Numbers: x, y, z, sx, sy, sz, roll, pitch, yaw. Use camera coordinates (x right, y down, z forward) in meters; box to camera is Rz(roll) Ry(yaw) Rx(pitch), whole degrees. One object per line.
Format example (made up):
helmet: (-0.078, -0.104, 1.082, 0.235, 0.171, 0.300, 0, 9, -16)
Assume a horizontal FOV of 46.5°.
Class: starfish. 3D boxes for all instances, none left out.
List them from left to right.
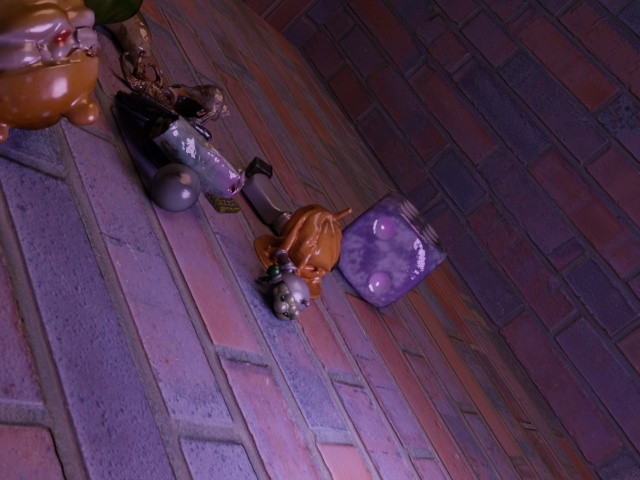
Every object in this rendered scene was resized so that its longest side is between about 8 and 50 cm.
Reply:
starfish: (-0.451, -0.420, 1.909, 0.146, 0.074, 0.189, 8, 42, -48)

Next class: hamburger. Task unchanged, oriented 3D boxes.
hamburger: (-0.487, -0.288, 1.221, 0.276, 0.277, 0.236, -69, 147, -72)

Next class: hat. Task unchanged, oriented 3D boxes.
hat: (0.000, 0.000, 1.878, 0.244, 0.233, 0.233, 42, 19, -20)

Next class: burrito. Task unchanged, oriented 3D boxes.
burrito: (-0.268, -0.177, 1.619, 0.229, 0.089, 0.144, 43, -12, -25)

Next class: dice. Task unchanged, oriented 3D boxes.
dice: (0.208, 0.027, 2.293, 0.270, 0.271, 0.270, 50, 16, 2)

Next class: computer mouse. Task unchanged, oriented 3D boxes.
computer mouse: (-0.349, -0.190, 1.694, 0.192, 0.062, 0.106, 56, 16, 3)

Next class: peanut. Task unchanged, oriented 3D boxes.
peanut: (-0.540, -0.597, 2.040, 0.236, 0.110, 0.120, 59, -4, 9)

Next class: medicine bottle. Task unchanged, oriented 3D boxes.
medicine bottle: (-0.133, -0.094, 2.035, 0.183, 0.069, 0.119, 52, 15, 13)

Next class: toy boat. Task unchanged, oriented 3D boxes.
toy boat: (-0.241, -0.096, 1.846, 0.063, 0.016, 0.115, 53, 16, 9)

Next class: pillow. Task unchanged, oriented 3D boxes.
pillow: (-0.366, -0.286, 1.725, 0.189, 0.034, 0.256, 34, -8, -30)

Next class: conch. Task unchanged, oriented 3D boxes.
conch: (-0.342, -0.364, 1.987, 0.207, 0.130, 0.155, 19, 20, -14)

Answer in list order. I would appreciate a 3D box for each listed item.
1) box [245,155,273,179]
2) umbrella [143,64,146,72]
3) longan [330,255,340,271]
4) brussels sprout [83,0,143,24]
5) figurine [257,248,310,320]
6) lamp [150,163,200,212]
box: (-0.180, -0.200, 2.176, 0.063, 0.060, 0.084, 35, 20, -18)
umbrella: (-0.482, -0.450, 2.005, 0.022, 0.022, 0.148, 0, 33, -10)
longan: (0.008, 0.041, 2.059, 0.106, 0.106, 0.119, 60, 4, 32)
brussels sprout: (-0.564, -0.649, 1.792, 0.371, 0.315, 0.275, -35, 108, -79)
figurine: (-0.083, 0.102, 1.696, 0.197, 0.094, 0.147, 58, -6, 52)
lamp: (-0.303, -0.110, 1.556, 0.105, 0.105, 0.105, 44, 17, -17)
